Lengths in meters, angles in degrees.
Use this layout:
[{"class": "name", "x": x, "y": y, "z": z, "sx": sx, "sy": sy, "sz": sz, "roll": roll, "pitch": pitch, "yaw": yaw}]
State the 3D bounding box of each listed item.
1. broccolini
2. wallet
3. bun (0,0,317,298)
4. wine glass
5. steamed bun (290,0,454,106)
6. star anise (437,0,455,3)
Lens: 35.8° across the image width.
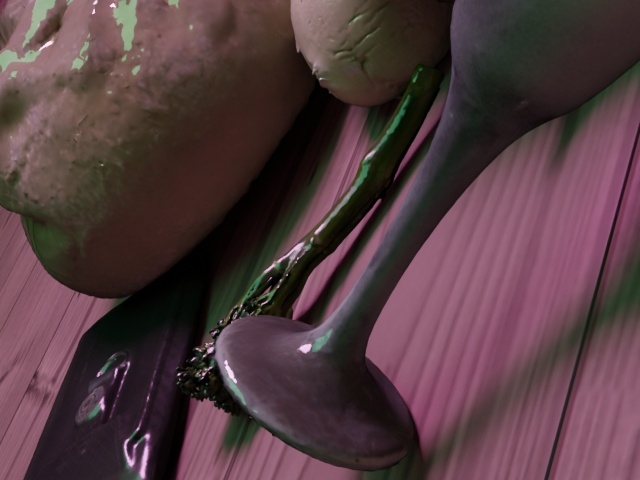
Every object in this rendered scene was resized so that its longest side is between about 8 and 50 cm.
[{"class": "broccolini", "x": 0.000, "y": 0.000, "z": 0.575, "sx": 0.051, "sy": 0.054, "sz": 0.239, "roll": 39, "pitch": 94, "yaw": 30}, {"class": "wallet", "x": -0.152, "y": 0.117, "z": 0.722, "sx": 0.168, "sy": 0.052, "sz": 0.245, "roll": -38, "pitch": 28, "yaw": 30}, {"class": "bun", "x": -0.145, "y": -0.139, "z": 0.793, "sx": 0.365, "sy": 0.219, "sz": 0.365, "roll": -46, "pitch": 22, "yaw": 24}, {"class": "wine glass", "x": -0.001, "y": -0.103, "z": 0.391, "sx": 0.309, "sy": 0.264, "sz": 0.096, "roll": -60, "pitch": -10, "yaw": 22}, {"class": "steamed bun", "x": 0.034, "y": -0.157, "z": 0.638, "sx": 0.112, "sy": 0.091, "sz": 0.130, "roll": -35, "pitch": 32, "yaw": 38}, {"class": "star anise", "x": 0.133, "y": -0.149, "z": 0.476, "sx": 0.180, "sy": 0.061, "sz": 0.204, "roll": -42, "pitch": 31, "yaw": 16}]
